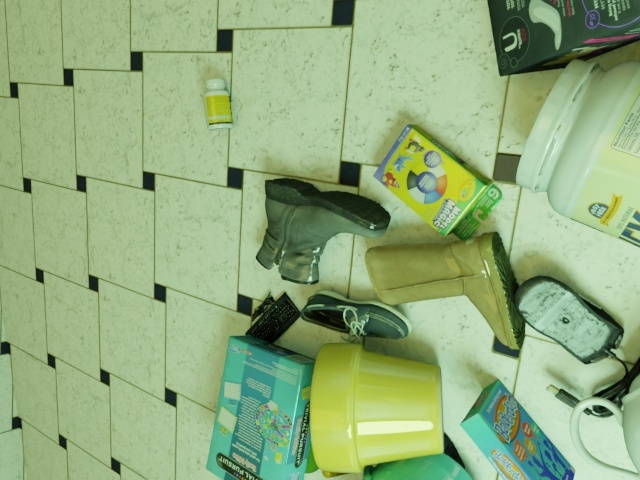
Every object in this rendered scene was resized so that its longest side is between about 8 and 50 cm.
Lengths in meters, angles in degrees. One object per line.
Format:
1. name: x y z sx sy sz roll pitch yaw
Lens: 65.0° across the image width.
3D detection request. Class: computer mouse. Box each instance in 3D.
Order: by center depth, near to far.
1. computer mouse: 0.439 0.184 0.883 0.262 0.060 0.184 33 112 11
2. computer mouse: 0.285 0.512 1.051 0.071 0.041 0.242 -34 81 32

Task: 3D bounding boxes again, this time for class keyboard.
1. keyboard: -0.138 0.206 1.270 0.100 0.038 0.192 51 120 15

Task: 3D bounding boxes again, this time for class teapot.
1. teapot: 0.544 0.249 0.737 0.252 0.256 0.187 96 153 -52

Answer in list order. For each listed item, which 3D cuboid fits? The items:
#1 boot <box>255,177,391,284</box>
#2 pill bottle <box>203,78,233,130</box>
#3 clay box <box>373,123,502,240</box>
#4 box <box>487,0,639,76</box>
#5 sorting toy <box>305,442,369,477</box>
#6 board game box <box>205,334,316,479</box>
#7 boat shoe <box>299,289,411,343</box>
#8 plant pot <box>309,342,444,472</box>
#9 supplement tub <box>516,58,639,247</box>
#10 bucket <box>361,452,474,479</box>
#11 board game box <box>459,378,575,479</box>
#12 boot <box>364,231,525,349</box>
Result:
1. boot: 0.000 0.000 1.111 0.338 0.118 0.223 22 113 40
2. pill bottle: -0.251 -0.330 1.226 0.065 0.065 0.116 -1 99 33
3. clay box: 0.223 -0.108 0.968 0.222 0.053 0.127 43 119 20
4. box: 0.375 -0.347 0.690 0.270 0.143 0.165 -172 70 -71
5. sorting toy: -0.055 0.535 1.225 0.365 0.126 0.127 -17 90 33
6. board game box: -0.137 0.420 1.189 0.254 0.079 0.336 10 90 40
7. boat shoe: 0.070 0.171 1.088 0.254 0.079 0.095 15 130 30
8. plant pot: 0.123 0.335 1.008 0.239 0.254 0.254 -2 98 14
9. supplement tub: 0.473 -0.107 0.697 0.325 0.235 0.235 29 113 26
10. bucket: 0.187 0.566 1.012 0.281 0.183 0.281 17 119 34
11. board game box: 0.359 0.375 0.906 0.210 0.160 0.047 51 120 14
12. boot: 0.241 0.102 0.983 0.269 0.089 0.236 -12 98 40
